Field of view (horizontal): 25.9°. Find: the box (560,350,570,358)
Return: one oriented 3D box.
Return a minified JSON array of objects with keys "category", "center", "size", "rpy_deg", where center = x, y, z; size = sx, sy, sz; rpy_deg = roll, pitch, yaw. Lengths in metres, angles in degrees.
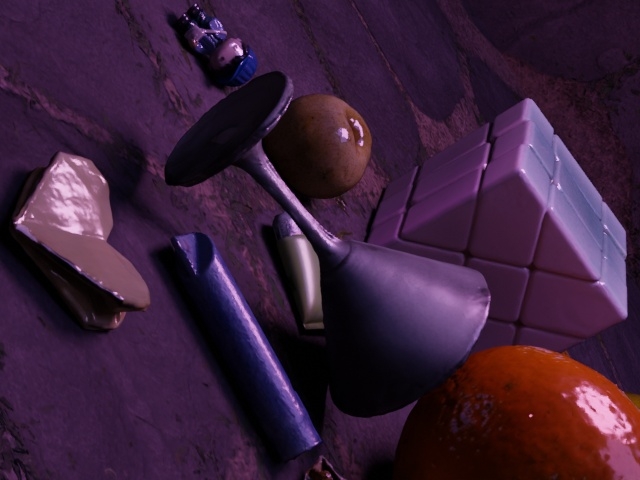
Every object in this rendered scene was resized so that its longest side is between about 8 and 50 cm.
[{"category":"box","center":[0.402,0.225,2.605],"size":[0.152,0.070,0.237],"rpy_deg":[63,20,8]}]

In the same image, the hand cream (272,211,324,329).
[{"category":"hand cream","center":[-0.022,0.044,1.964],"size":[0.095,0.046,0.175],"rpy_deg":[3,66,-57]}]

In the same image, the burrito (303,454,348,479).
[{"category":"burrito","center":[0.107,0.432,1.721],"size":[0.392,0.076,0.117],"rpy_deg":[52,29,-14]}]

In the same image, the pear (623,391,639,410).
[{"category":"pear","center":[0.561,0.404,2.469],"size":[0.287,0.287,0.375],"rpy_deg":[42,15,-36]}]

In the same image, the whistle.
[{"category":"whistle","center":[-0.094,0.125,1.689],"size":[0.304,0.062,0.062],"rpy_deg":[61,22,3]}]

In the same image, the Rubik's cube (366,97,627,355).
[{"category":"Rubik's cube","center":[0.298,0.011,2.316],"size":[0.322,0.319,0.316],"rpy_deg":[52,24,-16]}]

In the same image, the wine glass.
[{"category":"wine glass","center":[0.000,0.000,1.783],"size":[0.406,0.267,0.267],"rpy_deg":[48,25,-22]}]

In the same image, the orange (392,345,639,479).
[{"category":"orange","center":[0.287,0.346,1.836],"size":[0.424,0.326,0.424],"rpy_deg":[50,-13,16]}]

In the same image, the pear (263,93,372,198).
[{"category":"pear","center":[-0.001,-0.143,2.119],"size":[0.167,0.137,0.167],"rpy_deg":[49,25,-33]}]

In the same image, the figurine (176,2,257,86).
[{"category":"figurine","center":[-0.156,-0.285,2.073],"size":[0.136,0.077,0.079],"rpy_deg":[44,-12,0]}]

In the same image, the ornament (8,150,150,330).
[{"category":"ornament","center":[-0.272,-0.006,1.492],"size":[0.180,0.059,0.201],"rpy_deg":[16,46,-58]}]
